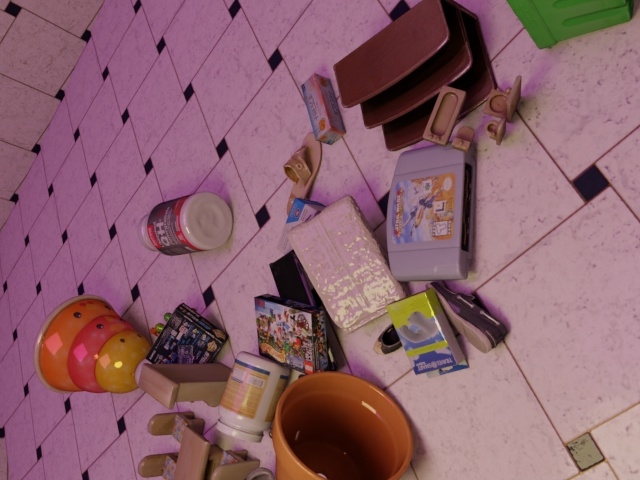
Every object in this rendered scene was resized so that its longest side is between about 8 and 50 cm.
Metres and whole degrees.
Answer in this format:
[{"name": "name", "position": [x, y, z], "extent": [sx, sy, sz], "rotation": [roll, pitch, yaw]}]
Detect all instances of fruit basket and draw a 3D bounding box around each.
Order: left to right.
[{"name": "fruit basket", "position": [0.345, -0.523, 1.104], "extent": [0.392, 0.392, 0.282], "rotation": [9, 89, 47]}]

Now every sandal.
[{"name": "sandal", "position": [-0.063, -0.176, 1.677], "extent": [0.088, 0.079, 0.239], "rotation": [14, 92, 47]}]

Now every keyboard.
[{"name": "keyboard", "position": [-0.058, 0.196, 1.586], "extent": [0.202, 0.033, 0.317], "rotation": [-32, 74, 49]}]

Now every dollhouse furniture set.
[{"name": "dollhouse furniture set", "position": [-0.371, 0.549, 1.732], "extent": [0.362, 0.257, 0.393], "rotation": [15, 94, 47]}, {"name": "dollhouse furniture set", "position": [0.290, -0.253, 1.233], "extent": [0.151, 0.123, 0.144], "rotation": [22, 91, 17]}]

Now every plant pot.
[{"name": "plant pot", "position": [0.026, 0.452, 1.343], "extent": [0.291, 0.291, 0.203], "rotation": [52, 136, 39]}]

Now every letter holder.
[{"name": "letter holder", "position": [0.200, -0.347, 1.384], "extent": [0.302, 0.152, 0.214], "rotation": [-26, 66, 41]}]

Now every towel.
[{"name": "towel", "position": [0.062, 0.056, 1.439], "extent": [0.187, 0.049, 0.282], "rotation": [-31, 81, 19]}]

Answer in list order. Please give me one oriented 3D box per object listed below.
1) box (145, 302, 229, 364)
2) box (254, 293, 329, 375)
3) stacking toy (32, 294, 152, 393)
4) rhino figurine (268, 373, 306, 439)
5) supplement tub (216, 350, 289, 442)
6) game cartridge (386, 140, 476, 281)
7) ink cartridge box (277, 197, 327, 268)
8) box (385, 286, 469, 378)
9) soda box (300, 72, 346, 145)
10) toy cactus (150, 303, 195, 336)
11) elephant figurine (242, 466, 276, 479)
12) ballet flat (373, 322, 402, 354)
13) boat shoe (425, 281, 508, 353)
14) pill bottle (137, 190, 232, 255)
[{"name": "box", "position": [-0.398, 0.319, 1.886], "extent": [0.175, 0.051, 0.220], "rotation": [36, 114, 3]}, {"name": "box", "position": [-0.075, 0.228, 1.554], "extent": [0.233, 0.044, 0.159], "rotation": [8, 105, 50]}, {"name": "stacking toy", "position": [-0.669, 0.392, 2.110], "extent": [0.480, 0.351, 0.350], "rotation": [12, 91, 28]}, {"name": "rhino figurine", "position": [-0.051, 0.427, 1.551], "extent": [0.106, 0.073, 0.243], "rotation": [32, 107, 51]}, {"name": "supplement tub", "position": [-0.174, 0.395, 1.612], "extent": [0.144, 0.144, 0.199], "rotation": [9, 76, 47]}, {"name": "game cartridge", "position": [0.231, -0.061, 1.354], "extent": [0.198, 0.062, 0.297], "rotation": [-5, 75, 41]}, {"name": "ink cartridge box", "position": [0.000, 0.000, 1.571], "extent": [0.203, 0.086, 0.148], "rotation": [33, 107, 45]}, {"name": "box", "position": [0.216, 0.196, 1.293], "extent": [0.109, 0.042, 0.178], "rotation": [-27, 86, 40]}, {"name": "soda box", "position": [0.007, -0.341, 1.651], "extent": [0.063, 0.058, 0.183], "rotation": [-34, 58, 37]}, {"name": "toy cactus", "position": [-0.437, 0.306, 1.982], "extent": [0.219, 0.112, 0.180], "rotation": [-36, 77, 34]}, {"name": "elephant figurine", "position": [-0.141, 0.630, 1.533], "extent": [0.239, 0.186, 0.169], "rotation": [41, 127, 33]}, {"name": "ballet flat", "position": [0.171, 0.193, 1.380], "extent": [0.173, 0.049, 0.057], "rotation": [-45, 52, 31]}, {"name": "boat shoe", "position": [0.290, 0.143, 1.275], "extent": [0.065, 0.075, 0.206], "rotation": [-31, 42, -12]}, {"name": "pill bottle", "position": [-0.432, -0.044, 1.969], "extent": [0.319, 0.176, 0.176], "rotation": [-9, 76, 45]}]
